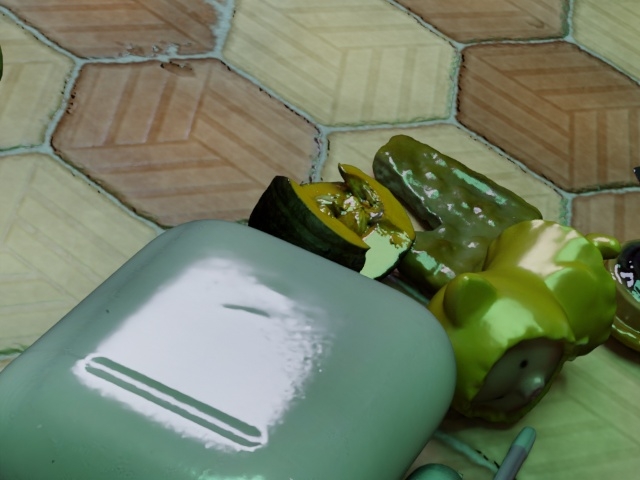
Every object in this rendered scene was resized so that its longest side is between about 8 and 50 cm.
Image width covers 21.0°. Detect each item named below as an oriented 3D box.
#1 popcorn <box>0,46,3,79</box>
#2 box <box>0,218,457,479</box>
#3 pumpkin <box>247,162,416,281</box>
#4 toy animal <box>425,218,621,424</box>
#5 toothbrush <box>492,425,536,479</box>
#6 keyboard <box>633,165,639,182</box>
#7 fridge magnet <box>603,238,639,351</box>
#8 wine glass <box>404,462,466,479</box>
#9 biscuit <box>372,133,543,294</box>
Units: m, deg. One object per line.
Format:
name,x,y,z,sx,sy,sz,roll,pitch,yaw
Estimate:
popcorn,-0.424,-0.204,1.457,0.312,0.312,0.312,11,40,-10
box,-0.073,0.126,1.307,0.288,0.141,0.349,24,38,17
pumpkin,0.000,0.000,1.519,0.119,0.108,0.183,44,21,19
toy animal,0.172,0.061,1.488,0.156,0.156,0.230,41,43,24
toothbrush,0.120,0.237,1.365,0.025,0.020,0.286,22,39,13
keyboard,0.385,-0.013,1.760,0.074,0.015,0.196,2,42,-19
fridge magnet,0.312,0.052,1.619,0.143,0.063,0.143,13,42,-12
wine glass,0.068,0.222,1.285,0.066,0.066,0.198,24,18,6
biscuit,0.109,-0.020,1.639,0.174,0.039,0.183,30,40,11
